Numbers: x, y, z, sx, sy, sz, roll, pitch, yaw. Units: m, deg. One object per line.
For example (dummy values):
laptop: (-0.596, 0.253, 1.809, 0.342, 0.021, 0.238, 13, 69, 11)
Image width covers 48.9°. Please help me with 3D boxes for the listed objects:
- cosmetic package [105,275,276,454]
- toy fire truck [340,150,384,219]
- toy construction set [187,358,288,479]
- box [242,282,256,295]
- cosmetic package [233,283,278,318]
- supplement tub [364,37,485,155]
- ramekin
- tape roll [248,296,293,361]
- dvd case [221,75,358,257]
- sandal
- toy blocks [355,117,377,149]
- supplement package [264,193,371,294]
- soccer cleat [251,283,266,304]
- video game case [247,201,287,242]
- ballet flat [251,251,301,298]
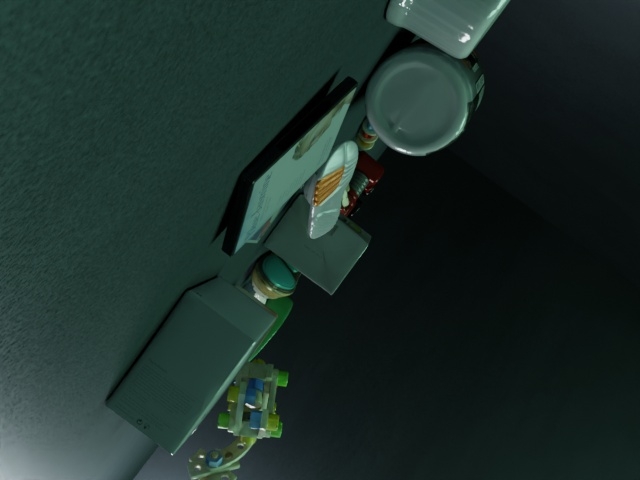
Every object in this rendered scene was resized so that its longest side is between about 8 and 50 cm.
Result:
cosmetic package: (-0.202, 0.194, 1.167, 0.224, 0.138, 0.224, -55, 178, 6)
toy fire truck: (0.072, -0.155, 1.828, 0.217, 0.158, 0.246, -53, -172, -19)
toy construction set: (-0.150, 0.364, 1.397, 0.215, 0.151, 0.327, -88, -158, -50)
box: (-0.248, 0.214, 1.860, 0.186, 0.038, 0.145, -54, 178, 35)
cosmetic package: (-0.233, 0.255, 1.542, 0.296, 0.129, 0.153, -51, 176, -44)
supplement tub: (0.227, -0.310, 1.452, 0.207, 0.207, 0.338, -55, 178, 27)
ramekin: (0.227, -0.397, 1.008, 0.277, 0.135, 0.277, -53, 178, -3)
tape roll: (-0.218, 0.276, 2.120, 0.321, 0.077, 0.321, -45, -173, 8)
dvd case: (-0.043, -0.104, 0.991, 0.253, 0.022, 0.180, -48, 171, -34)
sandal: (-0.001, -0.110, 1.447, 0.102, 0.076, 0.265, -26, 150, -33)
toy blocks: (0.150, -0.312, 1.838, 0.123, 0.054, 0.148, -52, 177, -16)
supplement package: (0.000, 0.000, 1.664, 0.149, 0.194, 0.203, -53, 179, 8)
soccer cleat: (-0.206, 0.186, 1.980, 0.076, 0.068, 0.196, -48, 178, -38)
video game case: (-0.073, -0.073, 1.176, 0.183, 0.023, 0.201, -54, 178, 1)
ballet flat: (-0.118, 0.091, 1.832, 0.123, 0.123, 0.348, -54, 178, 17)
